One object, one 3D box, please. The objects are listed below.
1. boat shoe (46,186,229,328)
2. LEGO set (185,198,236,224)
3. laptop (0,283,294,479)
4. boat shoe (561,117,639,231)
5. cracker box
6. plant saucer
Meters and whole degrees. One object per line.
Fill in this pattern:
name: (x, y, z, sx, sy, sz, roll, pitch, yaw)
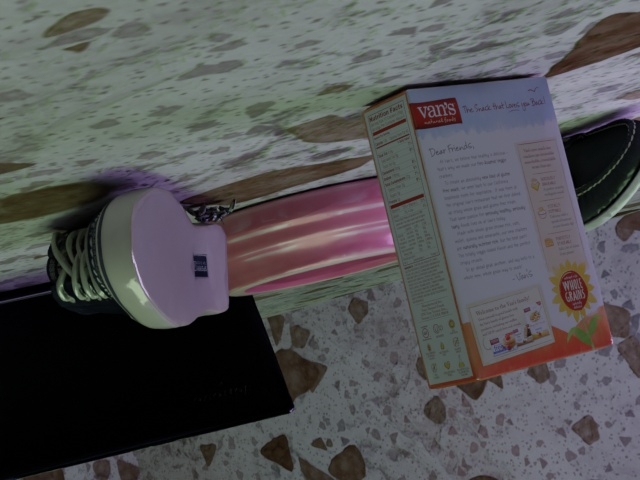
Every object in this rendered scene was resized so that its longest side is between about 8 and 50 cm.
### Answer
boat shoe: (-0.193, 0.027, 1.282, 0.158, 0.127, 0.340, -4, 172, 8)
LEGO set: (-0.127, -0.023, 1.427, 0.083, 0.023, 0.054, -15, 174, 11)
laptop: (-0.279, 0.163, 1.833, 0.382, 0.236, 0.408, -11, 174, -14)
boat shoe: (0.269, -0.063, 1.572, 0.091, 0.114, 0.302, 28, 147, -12)
cracker box: (0.136, -0.010, 1.118, 0.156, 0.232, 0.067, -9, 174, -36)
plant saucer: (0.000, 0.000, 1.659, 0.332, 0.084, 0.332, -14, 174, -2)
